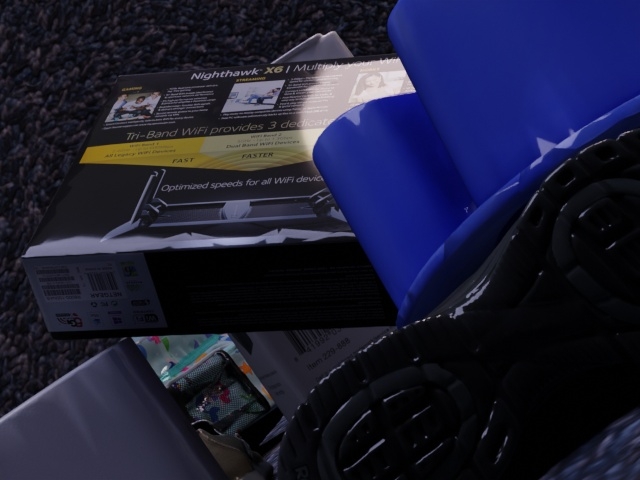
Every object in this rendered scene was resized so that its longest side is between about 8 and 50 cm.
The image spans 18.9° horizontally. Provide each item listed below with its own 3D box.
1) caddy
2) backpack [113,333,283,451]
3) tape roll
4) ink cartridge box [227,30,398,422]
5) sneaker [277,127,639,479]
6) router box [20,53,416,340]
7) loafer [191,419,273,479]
[{"bbox_3d":[0.166,-0.053,1.040,0.341,0.179,0.241,-19,-24,-34],"label":"caddy"},{"bbox_3d":[-0.152,0.180,2.010,0.225,0.191,0.253,-36,-6,37],"label":"backpack"},{"bbox_3d":[-0.192,0.205,1.395,0.246,0.169,0.246,-35,-1,-1],"label":"tape roll"},{"bbox_3d":[0.000,0.000,1.641,0.211,0.289,0.121,-34,-1,-14],"label":"ink cartridge box"},{"bbox_3d":[0.099,0.043,0.896,0.286,0.109,0.130,-32,-7,-7],"label":"sneaker"},{"bbox_3d":[-0.034,-0.037,1.408,0.308,0.081,0.243,-3,36,18],"label":"router box"},{"bbox_3d":[-0.096,0.188,1.628,0.094,0.087,0.251,-35,0,-9],"label":"loafer"}]
